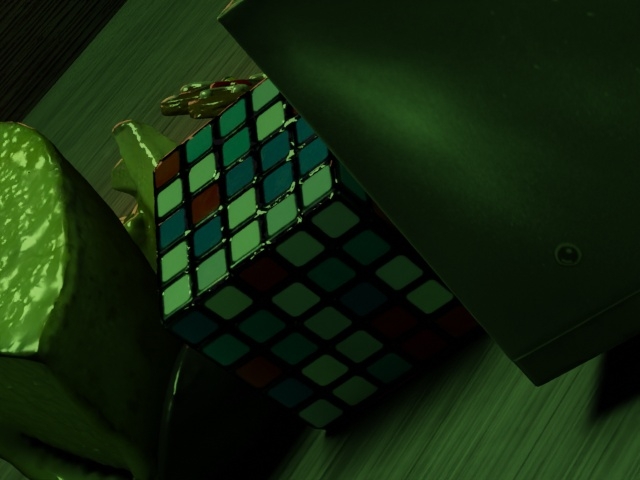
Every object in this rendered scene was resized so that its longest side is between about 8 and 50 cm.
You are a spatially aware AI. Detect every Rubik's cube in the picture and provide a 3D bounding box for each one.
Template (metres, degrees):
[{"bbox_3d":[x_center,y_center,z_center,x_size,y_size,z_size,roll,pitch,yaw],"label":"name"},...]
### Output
[{"bbox_3d":[0.000,0.000,1.463,0.182,0.187,0.184,-36,35,24],"label":"Rubik's cube"}]

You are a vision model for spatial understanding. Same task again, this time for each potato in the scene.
[{"bbox_3d":[-0.215,0.070,1.634,0.330,0.280,0.212,8,58,42],"label":"potato"}]

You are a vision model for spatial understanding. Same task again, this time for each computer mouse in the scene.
[{"bbox_3d":[-0.064,0.108,1.573,0.264,0.088,0.147,-78,-6,-51],"label":"computer mouse"}]

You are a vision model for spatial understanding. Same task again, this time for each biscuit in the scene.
[{"bbox_3d":[-0.083,-0.139,1.861,0.138,0.031,0.205,-6,10,4],"label":"biscuit"}]

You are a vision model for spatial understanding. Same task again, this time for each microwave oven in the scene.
[{"bbox_3d":[0.173,-0.182,1.267,0.236,0.374,0.432,-34,15,33],"label":"microwave oven"}]

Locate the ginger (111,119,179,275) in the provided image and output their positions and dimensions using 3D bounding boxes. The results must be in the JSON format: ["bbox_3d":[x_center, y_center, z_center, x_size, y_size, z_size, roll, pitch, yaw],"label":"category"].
[{"bbox_3d":[-0.131,-0.015,1.842,0.413,0.211,0.358,-44,19,-1],"label":"ginger"}]
